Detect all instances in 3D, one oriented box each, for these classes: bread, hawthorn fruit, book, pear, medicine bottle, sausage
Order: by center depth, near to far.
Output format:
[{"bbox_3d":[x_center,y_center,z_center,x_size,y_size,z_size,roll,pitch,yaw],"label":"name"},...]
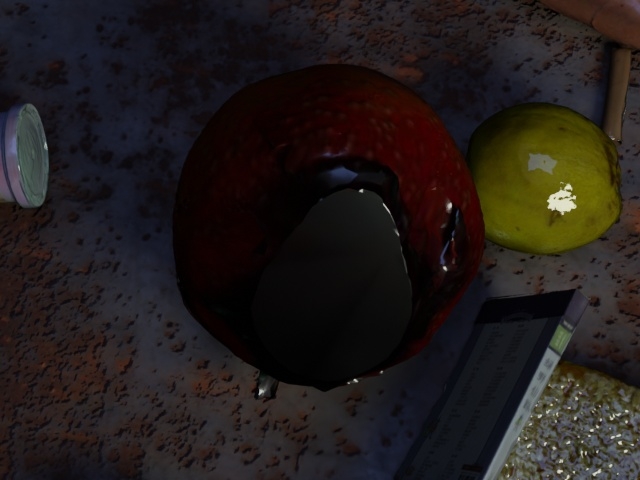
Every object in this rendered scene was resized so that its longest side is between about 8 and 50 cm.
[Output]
[{"bbox_3d":[0.007,-0.015,0.956,0.315,0.316,0.316,-1,70,2],"label":"hawthorn fruit"},{"bbox_3d":[0.268,0.222,0.961,0.234,0.110,0.184,21,75,12],"label":"bread"},{"bbox_3d":[0.146,0.149,0.970,0.026,0.157,0.231,35,73,-15],"label":"book"},{"bbox_3d":[0.213,-0.060,1.044,0.162,0.149,0.149,6,70,9],"label":"pear"},{"bbox_3d":[-0.502,-0.073,1.104,0.426,0.108,0.108,-4,70,3],"label":"medicine bottle"},{"bbox_3d":[0.312,-0.154,1.137,0.026,0.026,0.116,10,70,6],"label":"sausage"},{"bbox_3d":[0.225,-0.313,1.169,0.433,0.088,0.088,33,75,14],"label":"sausage"}]
